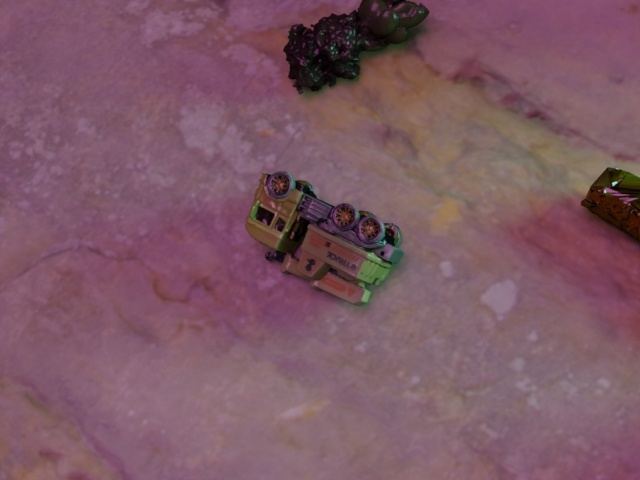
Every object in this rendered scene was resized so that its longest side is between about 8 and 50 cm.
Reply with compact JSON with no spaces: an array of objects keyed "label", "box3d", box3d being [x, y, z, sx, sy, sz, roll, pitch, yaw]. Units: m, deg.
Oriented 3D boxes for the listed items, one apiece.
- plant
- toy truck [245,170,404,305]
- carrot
[{"label":"plant","box3d":[0.036,-0.229,1.509,0.174,0.087,0.085,-28,95,8]},{"label":"toy truck","box3d":[0.000,0.000,1.430,0.169,0.077,0.100,27,92,19]},{"label":"carrot","box3d":[0.364,0.000,1.336,0.229,0.069,0.069,35,82,25]}]
